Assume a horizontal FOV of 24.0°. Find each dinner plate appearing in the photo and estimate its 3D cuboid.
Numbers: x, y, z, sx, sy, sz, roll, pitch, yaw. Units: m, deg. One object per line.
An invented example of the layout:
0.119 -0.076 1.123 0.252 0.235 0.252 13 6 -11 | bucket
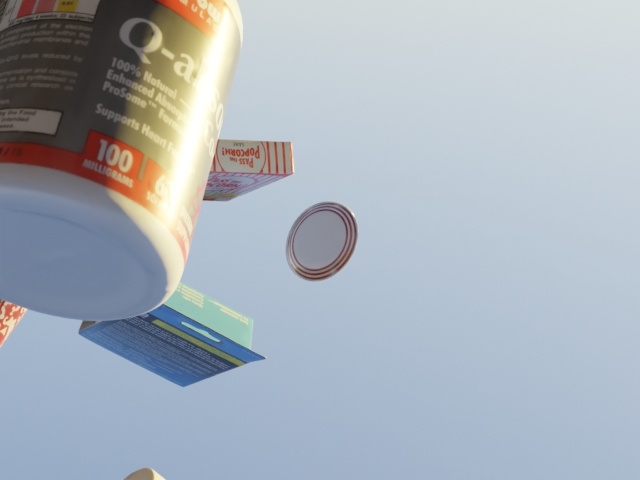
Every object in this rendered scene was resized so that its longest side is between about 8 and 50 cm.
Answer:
0.000 0.000 2.496 0.141 0.141 0.017 -13 -153 -28 | dinner plate

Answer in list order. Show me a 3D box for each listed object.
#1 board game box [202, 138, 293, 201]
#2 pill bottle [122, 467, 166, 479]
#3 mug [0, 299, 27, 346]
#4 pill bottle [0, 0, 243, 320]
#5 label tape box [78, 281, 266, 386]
-0.144 -0.090 1.925 0.146 0.045 0.193 0 171 -29 | board game box
-0.136 0.339 1.571 0.119 0.208 0.119 -39 -160 17 | pill bottle
-0.422 0.076 1.903 0.113 0.169 0.150 32 158 -8 | mug
-0.181 -0.134 1.264 0.210 0.210 0.363 1 -122 17 | pill bottle
-0.256 0.146 2.706 0.240 0.106 0.333 30 153 -23 | label tape box
